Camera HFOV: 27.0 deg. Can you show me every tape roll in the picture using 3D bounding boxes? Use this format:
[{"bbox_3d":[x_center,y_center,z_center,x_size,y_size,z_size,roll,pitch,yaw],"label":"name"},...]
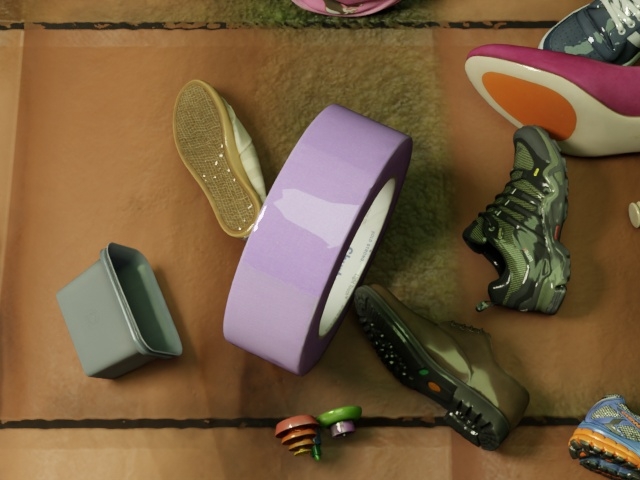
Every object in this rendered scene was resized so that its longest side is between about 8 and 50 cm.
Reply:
[{"bbox_3d":[0.000,0.000,1.391,0.090,0.275,0.274,25,70,8],"label":"tape roll"}]

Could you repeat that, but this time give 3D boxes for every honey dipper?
[{"bbox_3d":[0.437,-0.046,1.546,0.161,0.030,0.030,-13,69,-8],"label":"honey dipper"}]

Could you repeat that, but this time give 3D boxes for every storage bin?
[{"bbox_3d":[-0.223,0.085,1.462,0.091,0.098,0.135,-30,70,18],"label":"storage bin"}]

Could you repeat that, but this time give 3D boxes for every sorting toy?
[{"bbox_3d":[0.000,0.209,1.424,0.102,0.061,0.042,-7,68,-23],"label":"sorting toy"}]

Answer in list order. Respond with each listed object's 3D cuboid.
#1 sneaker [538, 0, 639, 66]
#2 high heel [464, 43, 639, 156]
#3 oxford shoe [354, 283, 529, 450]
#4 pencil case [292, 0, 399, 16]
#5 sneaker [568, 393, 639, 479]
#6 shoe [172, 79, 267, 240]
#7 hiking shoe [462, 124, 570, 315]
[{"bbox_3d":[0.392,-0.287,1.573,0.282,0.153,0.099,-22,70,-9],"label":"sneaker"},{"bbox_3d":[0.365,-0.181,1.564,0.377,0.127,0.181,25,60,4],"label":"high heel"},{"bbox_3d":[0.132,0.121,1.457,0.227,0.083,0.096,43,63,9],"label":"oxford shoe"},{"bbox_3d":[0.041,-0.473,1.645,0.160,0.167,0.386,-9,63,34],"label":"pencil case"},{"bbox_3d":[0.379,0.226,1.412,0.221,0.083,0.087,23,65,6],"label":"sneaker"},{"bbox_3d":[-0.112,-0.090,1.549,0.076,0.058,0.219,-32,64,20],"label":"shoe"},{"bbox_3d":[0.218,-0.028,1.505,0.114,0.086,0.226,1,69,-4],"label":"hiking shoe"}]
